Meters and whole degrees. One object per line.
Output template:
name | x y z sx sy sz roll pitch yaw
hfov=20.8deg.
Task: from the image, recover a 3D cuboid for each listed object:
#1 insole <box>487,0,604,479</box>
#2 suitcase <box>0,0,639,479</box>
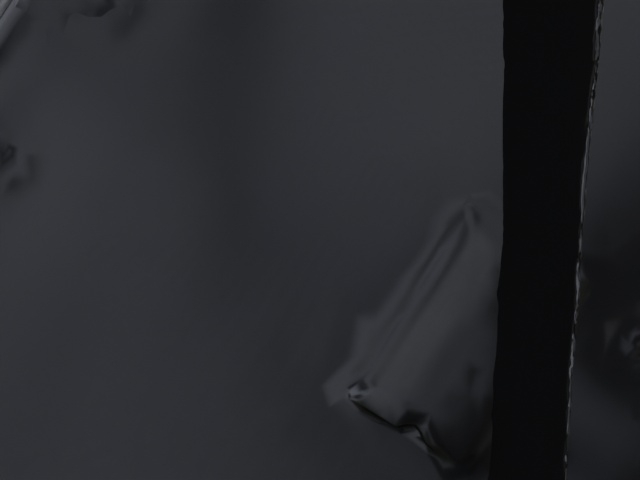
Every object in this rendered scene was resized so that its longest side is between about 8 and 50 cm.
insole | 0.048 -0.030 0.367 0.003 0.080 0.232 6 78 -8
suitcase | 0.000 0.000 0.634 0.339 0.188 0.345 32 89 -13
